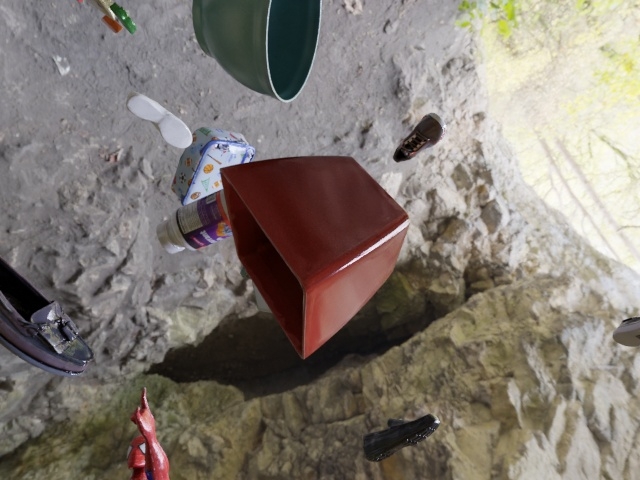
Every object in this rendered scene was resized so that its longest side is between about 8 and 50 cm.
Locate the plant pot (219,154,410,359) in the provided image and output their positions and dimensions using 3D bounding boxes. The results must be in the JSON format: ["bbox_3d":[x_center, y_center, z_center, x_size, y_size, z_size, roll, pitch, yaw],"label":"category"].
[{"bbox_3d":[0.000,0.000,0.731,0.236,0.267,0.267,-27,149,-20],"label":"plant pot"}]

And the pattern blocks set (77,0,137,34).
[{"bbox_3d":[-0.512,-0.556,0.844,0.026,0.325,0.285,-48,168,-8],"label":"pattern blocks set"}]

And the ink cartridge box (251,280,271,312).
[{"bbox_3d":[-0.052,0.071,1.165,0.278,0.201,0.117,-12,-178,-33],"label":"ink cartridge box"}]

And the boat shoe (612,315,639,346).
[{"bbox_3d":[0.520,0.131,0.632,0.040,0.049,0.142,-48,176,-24],"label":"boat shoe"}]

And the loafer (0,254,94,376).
[{"bbox_3d":[-0.525,0.125,0.726,0.095,0.109,0.302,-44,108,0],"label":"loafer"}]

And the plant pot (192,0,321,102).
[{"bbox_3d":[-0.138,-0.457,0.852,0.197,0.292,0.293,15,155,13],"label":"plant pot"}]

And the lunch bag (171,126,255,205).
[{"bbox_3d":[-0.371,-0.253,1.448,0.243,0.115,0.303,-2,136,-53],"label":"lunch bag"}]

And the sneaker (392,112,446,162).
[{"bbox_3d":[0.202,-0.203,0.852,0.065,0.061,0.158,-44,179,-22],"label":"sneaker"}]

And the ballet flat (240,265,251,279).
[{"bbox_3d":[-0.234,0.057,1.495,0.070,0.070,0.188,10,102,-48],"label":"ballet flat"}]

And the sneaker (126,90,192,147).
[{"bbox_3d":[-0.470,-0.364,1.206,0.080,0.094,0.212,-41,132,9],"label":"sneaker"}]

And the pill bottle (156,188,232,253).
[{"bbox_3d":[-0.277,-0.040,0.955,0.194,0.108,0.108,-22,154,10],"label":"pill bottle"}]

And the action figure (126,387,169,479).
[{"bbox_3d":[-0.159,0.218,0.261,0.092,0.280,0.138,-12,111,-2],"label":"action figure"}]

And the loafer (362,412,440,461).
[{"bbox_3d":[0.200,0.493,1.051,0.223,0.078,0.076,-37,134,20],"label":"loafer"}]
